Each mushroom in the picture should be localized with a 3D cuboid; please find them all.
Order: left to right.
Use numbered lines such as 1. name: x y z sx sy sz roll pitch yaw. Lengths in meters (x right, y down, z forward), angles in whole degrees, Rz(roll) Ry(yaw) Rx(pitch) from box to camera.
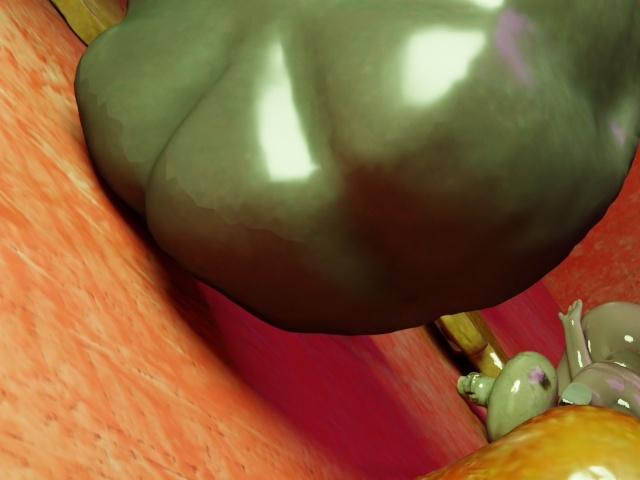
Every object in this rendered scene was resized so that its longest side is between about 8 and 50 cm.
1. mushroom: 0.146 0.124 1.136 0.079 0.085 0.085 20 -2 19

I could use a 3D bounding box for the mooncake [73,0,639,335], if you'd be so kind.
1. mooncake: 0.015 -0.077 0.632 0.133 0.245 0.245 44 13 -49

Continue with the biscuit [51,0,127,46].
1. biscuit: -0.129 -0.143 0.839 0.118 0.023 0.140 56 10 9

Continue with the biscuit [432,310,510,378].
1. biscuit: 0.128 0.082 1.278 0.165 0.036 0.250 57 6 22

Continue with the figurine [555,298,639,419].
1. figurine: 0.339 0.186 1.705 0.176 0.186 0.287 23 29 4

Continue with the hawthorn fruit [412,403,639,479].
1. hawthorn fruit: 0.092 0.156 0.463 0.162 0.163 0.203 48 21 -31
